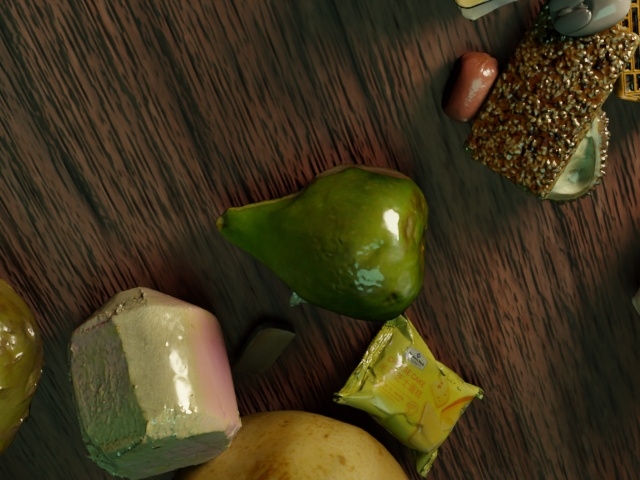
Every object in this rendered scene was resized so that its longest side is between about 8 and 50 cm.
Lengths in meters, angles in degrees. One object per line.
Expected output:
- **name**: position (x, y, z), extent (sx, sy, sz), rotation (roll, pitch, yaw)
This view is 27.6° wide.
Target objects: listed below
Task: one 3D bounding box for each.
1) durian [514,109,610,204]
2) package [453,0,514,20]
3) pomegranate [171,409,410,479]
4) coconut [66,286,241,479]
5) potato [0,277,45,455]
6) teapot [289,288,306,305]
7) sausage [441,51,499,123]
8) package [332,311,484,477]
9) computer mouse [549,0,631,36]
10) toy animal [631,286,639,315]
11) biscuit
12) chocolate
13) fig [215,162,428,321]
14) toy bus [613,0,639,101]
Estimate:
- **durian**: position (0.307, -0.139, 1.638), extent (0.148, 0.091, 0.188), rotation (33, 129, 0)
- **package**: position (0.275, -0.378, 1.463), extent (0.311, 0.221, 0.165), rotation (-21, 162, 9)
- **pomegranate**: position (-0.028, 0.426, 1.847), extent (0.416, 0.417, 0.417), rotation (-1, 124, -2)
- **coconut**: position (-0.232, 0.180, 1.748), extent (0.233, 0.245, 0.233), rotation (-15, 156, -7)
- **potato**: position (-0.456, 0.180, 1.733), extent (0.196, 0.246, 0.300), rotation (-7, 130, 6)
- **teapot**: position (-0.001, 0.064, 1.790), extent (0.083, 0.057, 0.067), rotation (2, 87, 0)
- **sausage**: position (0.188, -0.188, 1.620), extent (0.054, 0.059, 0.094), rotation (14, 122, -12)
- **package**: position (0.131, 0.219, 1.861), extent (0.226, 0.090, 0.168), rotation (43, 76, -29)
- **computer mouse**: position (0.311, -0.273, 1.509), extent (0.096, 0.039, 0.066), rotation (-14, 89, 22)
- **toy animal**: position (0.530, 0.002, 1.712), extent (0.208, 0.154, 0.325), rotation (23, 116, -25)
- **biscuit**: position (0.273, -0.173, 1.568), extent (0.131, 0.025, 0.231), rotation (33, 106, 18)
- **chocolate**: position (-0.083, 0.150, 1.855), extent (0.064, 0.031, 0.101), rotation (12, 129, -32)
- **fig**: position (0.000, 0.000, 1.683), extent (0.275, 0.206, 0.206), rotation (3, 125, 12)
- **toy bus**: position (0.397, -0.235, 1.585), extent (0.088, 0.083, 0.194), rotation (-5, 122, 12)
